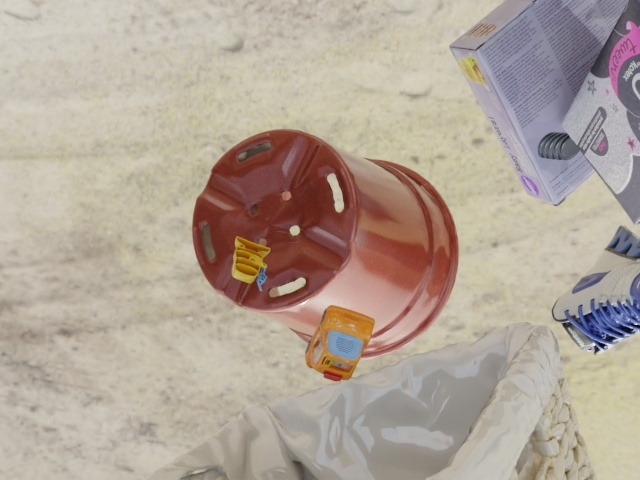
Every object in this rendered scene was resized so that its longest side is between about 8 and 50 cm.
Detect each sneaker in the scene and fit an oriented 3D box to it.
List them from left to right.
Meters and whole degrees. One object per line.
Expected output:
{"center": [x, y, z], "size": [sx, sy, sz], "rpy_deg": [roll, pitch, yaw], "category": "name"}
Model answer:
{"center": [0.442, 0.099, 1.233], "size": [0.127, 0.315, 0.182], "rpy_deg": [41, 100, -4], "category": "sneaker"}

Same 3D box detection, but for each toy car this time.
{"center": [-0.019, 0.054, 0.549], "size": [0.122, 0.041, 0.060], "rpy_deg": [33, 127, -19], "category": "toy car"}

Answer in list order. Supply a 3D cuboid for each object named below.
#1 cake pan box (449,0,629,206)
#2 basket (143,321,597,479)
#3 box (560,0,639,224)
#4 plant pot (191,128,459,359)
{"center": [0.323, -0.219, 1.072], "size": [0.267, 0.070, 0.246], "rpy_deg": [-41, 119, -8], "category": "cake pan box"}
{"center": [0.044, 0.260, 0.653], "size": [0.331, 0.267, 0.328], "rpy_deg": [-22, -179, 27], "category": "basket"}
{"center": [0.386, -0.156, 0.922], "size": [0.142, 0.163, 0.247], "rpy_deg": [-26, 160, -14], "category": "box"}
{"center": [0.000, 0.000, 1.028], "size": [0.272, 0.273, 0.265], "rpy_deg": [-10, 166, 22], "category": "plant pot"}
